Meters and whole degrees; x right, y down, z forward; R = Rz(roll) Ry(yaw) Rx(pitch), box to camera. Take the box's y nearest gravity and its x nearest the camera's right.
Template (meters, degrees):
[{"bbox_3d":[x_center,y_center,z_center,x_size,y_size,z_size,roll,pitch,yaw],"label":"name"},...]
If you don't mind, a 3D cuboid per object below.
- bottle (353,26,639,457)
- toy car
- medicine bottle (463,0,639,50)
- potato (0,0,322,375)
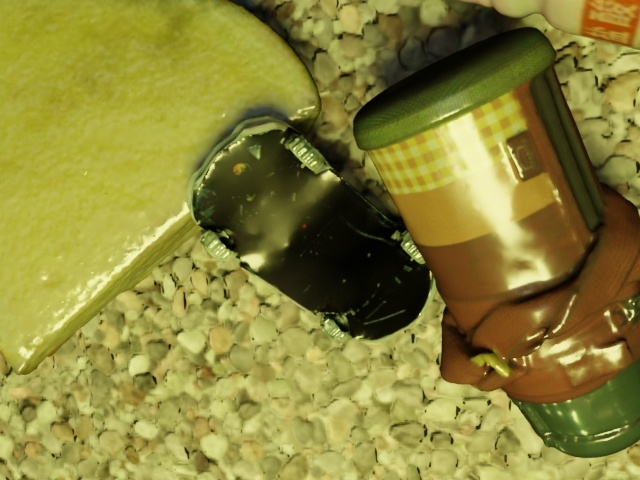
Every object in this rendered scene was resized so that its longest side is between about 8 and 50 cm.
[{"bbox_3d":[0.129,0.015,0.526,0.156,0.143,0.271,-26,101,5],"label":"bottle"},{"bbox_3d":[0.000,0.000,0.569,0.095,0.056,0.205,-47,125,8],"label":"toy car"},{"bbox_3d":[0.196,-0.203,0.444,0.315,0.202,0.202,18,101,18],"label":"medicine bottle"},{"bbox_3d":[-0.121,-0.066,0.603,0.255,0.112,0.270,-13,91,4],"label":"potato"}]
